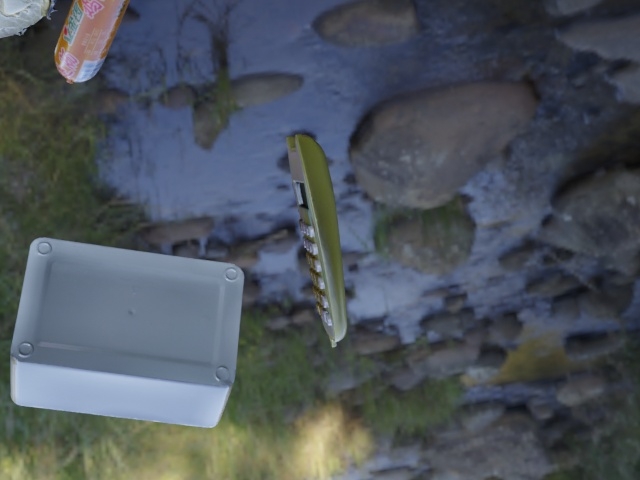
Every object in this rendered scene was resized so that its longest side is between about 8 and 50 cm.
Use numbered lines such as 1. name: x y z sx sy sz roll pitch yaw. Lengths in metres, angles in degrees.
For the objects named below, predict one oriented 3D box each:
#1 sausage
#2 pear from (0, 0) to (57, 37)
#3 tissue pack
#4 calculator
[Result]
1. sausage: -0.312 -0.294 1.530 0.071 0.071 0.234 3 143 -29
2. pear: -0.496 -0.420 1.590 0.267 0.178 0.267 -1 155 -1
3. tissue pack: -0.221 0.106 1.286 0.246 0.159 0.136 9 151 -9
4. calculator: 0.000 0.000 1.223 0.033 0.236 0.157 -9 -174 -7
